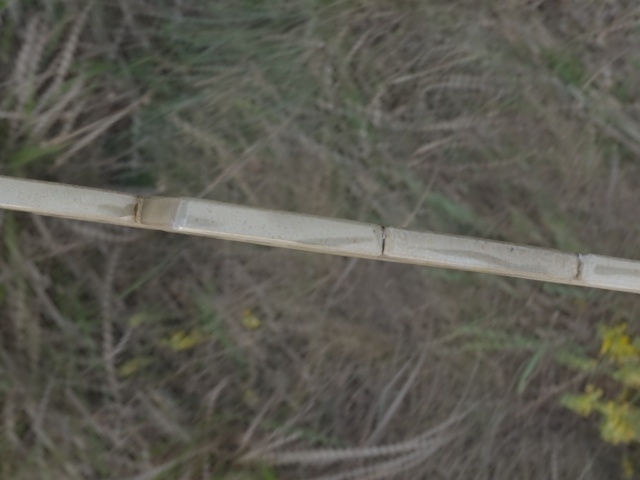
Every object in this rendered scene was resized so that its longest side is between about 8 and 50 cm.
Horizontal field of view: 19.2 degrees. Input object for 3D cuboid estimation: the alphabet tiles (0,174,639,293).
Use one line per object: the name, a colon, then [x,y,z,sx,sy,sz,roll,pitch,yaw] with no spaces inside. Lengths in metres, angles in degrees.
alphabet tiles: [0.000,0.000,0.674,0.285,0.342,0.011,8,89,-15]
